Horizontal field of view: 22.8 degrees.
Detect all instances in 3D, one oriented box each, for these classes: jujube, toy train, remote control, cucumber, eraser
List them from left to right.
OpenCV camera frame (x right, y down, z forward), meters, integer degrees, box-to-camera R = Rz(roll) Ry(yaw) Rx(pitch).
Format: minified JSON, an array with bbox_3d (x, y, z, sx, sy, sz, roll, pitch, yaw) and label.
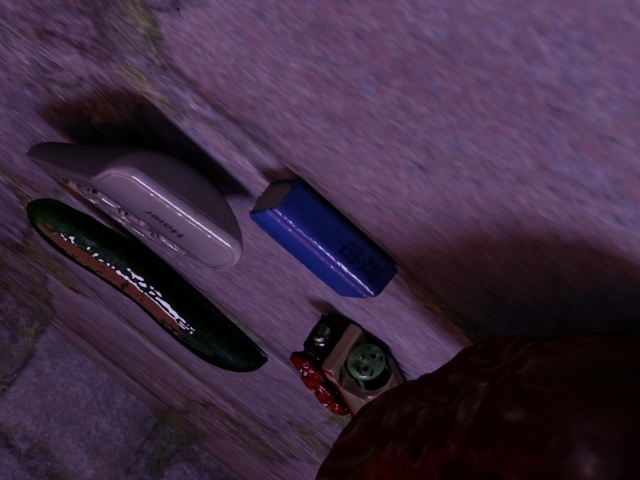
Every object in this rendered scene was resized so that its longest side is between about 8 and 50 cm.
[{"bbox_3d":[-0.138,-0.041,1.168,0.109,0.055,0.313,36,173,-20],"label":"remote control"},{"bbox_3d":[-0.163,0.046,1.520,0.284,0.056,0.056,37,168,-18],"label":"cucumber"},{"bbox_3d":[0.000,0.000,0.972,0.084,0.027,0.063,41,168,-14],"label":"eraser"},{"bbox_3d":[0.031,0.107,1.217,0.087,0.050,0.138,27,162,26],"label":"toy train"},{"bbox_3d":[0.113,0.146,0.831,0.216,0.216,0.342,39,160,-1],"label":"jujube"}]
